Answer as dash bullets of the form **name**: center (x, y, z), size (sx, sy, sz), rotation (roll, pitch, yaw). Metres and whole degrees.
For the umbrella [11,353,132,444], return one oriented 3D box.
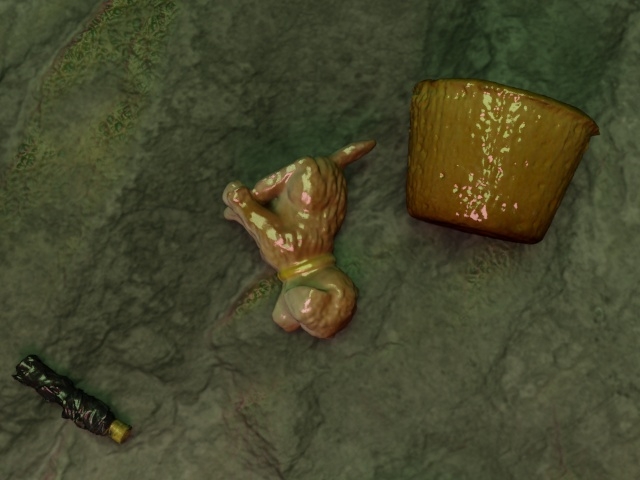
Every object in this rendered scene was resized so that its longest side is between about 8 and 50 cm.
- **umbrella**: center (-0.265, 0.171, 1.391), size (0.144, 0.037, 0.040), rotation (32, 66, 13)

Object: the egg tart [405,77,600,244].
- **egg tart**: center (0.181, -0.078, 1.366), size (0.203, 0.202, 0.147), rotation (12, 88, 6)

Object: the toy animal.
- **toy animal**: center (0.011, 0.001, 1.390), size (0.184, 0.104, 0.185), rotation (-25, 72, -3)
